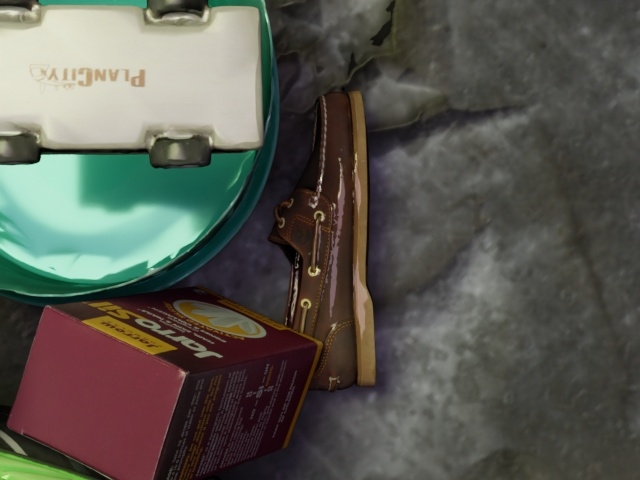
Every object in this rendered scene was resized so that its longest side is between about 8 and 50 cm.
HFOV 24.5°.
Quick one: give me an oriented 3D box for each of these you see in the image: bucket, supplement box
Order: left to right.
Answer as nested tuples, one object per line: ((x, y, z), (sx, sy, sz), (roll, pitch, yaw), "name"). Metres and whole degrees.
((-0.159, -0.088, 0.962), (0.281, 0.183, 0.281), (0, 86, 2), "bucket")
((-0.090, 0.087, 0.914), (0.104, 0.188, 0.081), (23, 101, 21), "supplement box")

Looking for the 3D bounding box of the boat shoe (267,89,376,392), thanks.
((0.000, 0.000, 1.007), (0.073, 0.073, 0.207), (-1, 86, -1), "boat shoe")

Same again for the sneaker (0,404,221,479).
((-0.068, 0.215, 0.930), (0.482, 0.202, 0.185), (28, 109, -5), "sneaker")

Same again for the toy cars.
((-0.204, -0.020, 0.828), (0.393, 0.087, 0.176), (-41, 91, -4), "toy cars")
